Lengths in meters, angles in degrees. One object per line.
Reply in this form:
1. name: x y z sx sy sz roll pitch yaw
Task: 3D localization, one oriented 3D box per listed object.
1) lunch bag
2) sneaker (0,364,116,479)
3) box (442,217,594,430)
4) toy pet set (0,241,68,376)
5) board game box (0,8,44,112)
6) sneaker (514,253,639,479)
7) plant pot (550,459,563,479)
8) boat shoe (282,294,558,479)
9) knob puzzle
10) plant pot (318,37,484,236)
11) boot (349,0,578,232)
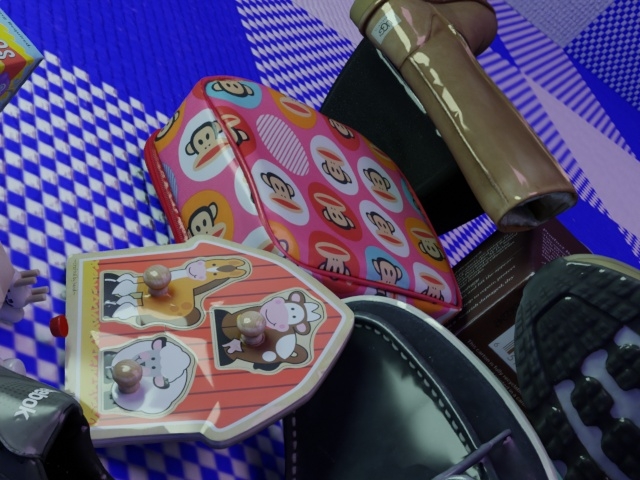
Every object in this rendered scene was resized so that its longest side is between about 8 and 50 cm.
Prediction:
1. lunch bag: 0.000 0.000 0.968 0.293 0.120 0.258 19 36 -47
2. sneaker: -0.174 0.095 0.548 0.234 0.106 0.078 43 23 -9
3. box: 0.211 0.097 1.104 0.168 0.167 0.203 44 24 -7
4. toy pet set: -0.209 0.055 0.642 0.122 0.065 0.114 -89 165 -54
5. board game box: -0.303 -0.084 0.572 0.144 0.142 0.275 47 24 1
6. sneaker: 0.294 0.136 0.790 0.410 0.158 0.182 39 27 -15
7. plant pot: 0.214 0.272 0.854 0.165 0.165 0.234 40 20 -15
8. boat shoe: 0.057 0.220 0.638 0.156 0.186 0.500 42 26 -43
9. knob puzzle: -0.073 0.055 0.729 0.213 0.030 0.213 1 40 -1
10. plant pot: 0.091 -0.091 1.203 0.188 0.167 0.187 3 48 -56
11. boot: 0.165 -0.131 1.086 0.236 0.089 0.270 -8 58 -49
